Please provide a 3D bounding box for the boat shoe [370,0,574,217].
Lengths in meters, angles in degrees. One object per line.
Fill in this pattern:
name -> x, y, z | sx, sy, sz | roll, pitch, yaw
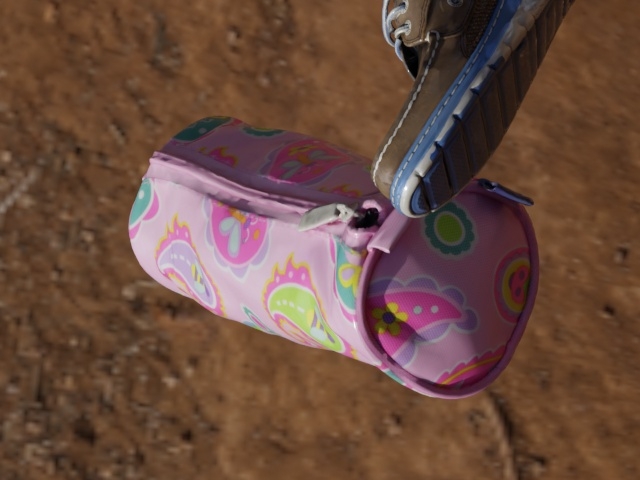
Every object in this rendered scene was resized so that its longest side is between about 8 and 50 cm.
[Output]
boat shoe -> 0.063, -0.093, 0.783 | 0.066, 0.066, 0.183 | 26, 69, 18

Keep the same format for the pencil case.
pencil case -> 0.000, 0.000, 1.015 | 0.284, 0.124, 0.124 | 18, 95, 58
